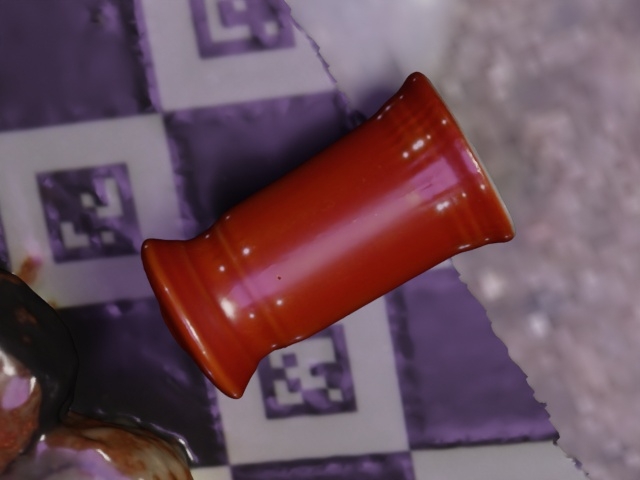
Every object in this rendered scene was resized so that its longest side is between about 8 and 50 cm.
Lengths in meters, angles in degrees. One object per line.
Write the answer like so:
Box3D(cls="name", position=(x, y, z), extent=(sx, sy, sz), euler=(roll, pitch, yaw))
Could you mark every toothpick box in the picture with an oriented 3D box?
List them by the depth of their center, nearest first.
Box3D(cls="toothpick box", position=(0.000, 0.000, 0.476), extent=(0.083, 0.047, 0.047), euler=(-31, 99, 1))

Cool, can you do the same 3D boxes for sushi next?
Box3D(cls="sushi", position=(-0.098, 0.036, 0.519), extent=(0.264, 0.050, 0.290), euler=(-32, 98, 19))
